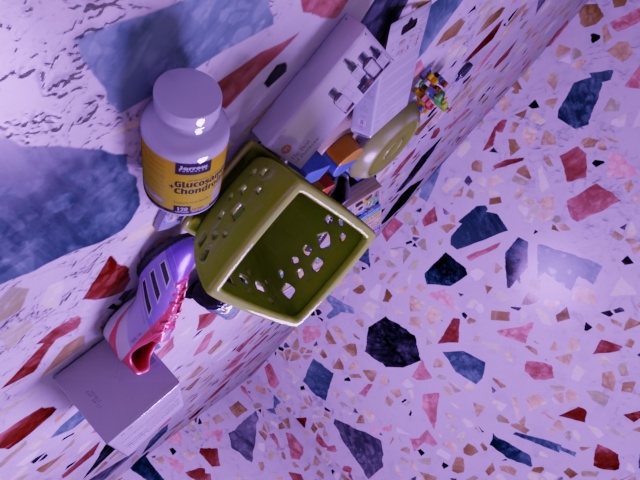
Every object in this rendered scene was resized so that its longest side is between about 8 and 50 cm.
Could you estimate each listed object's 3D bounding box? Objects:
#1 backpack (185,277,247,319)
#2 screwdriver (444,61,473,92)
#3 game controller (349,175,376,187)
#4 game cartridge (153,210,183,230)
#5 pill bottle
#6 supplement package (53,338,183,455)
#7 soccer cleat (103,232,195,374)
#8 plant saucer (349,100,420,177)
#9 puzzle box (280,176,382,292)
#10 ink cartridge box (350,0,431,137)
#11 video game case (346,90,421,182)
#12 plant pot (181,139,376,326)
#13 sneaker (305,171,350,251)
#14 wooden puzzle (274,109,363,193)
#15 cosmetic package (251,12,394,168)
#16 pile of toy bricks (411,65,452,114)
[{"bbox_3d":[-0.231,0.119,1.255,0.152,0.115,0.182,-45,172,-16],"label":"backpack"},{"bbox_3d":[0.415,-0.485,1.651,0.024,0.025,0.170,-30,161,-53],"label":"screwdriver"},{"bbox_3d":[0.045,-0.111,1.614,0.319,0.067,0.166,-43,-177,-6],"label":"game controller"},{"bbox_3d":[-0.239,-0.049,0.865,0.083,0.017,0.056,-51,164,26],"label":"game cartridge"},{"bbox_3d":[-0.167,-0.117,0.649,0.103,0.103,0.184,-39,168,-30],"label":"pill bottle"},{"bbox_3d":[-0.426,0.337,1.164,0.175,0.177,0.293,-40,169,-26],"label":"supplement package"},{"bbox_3d":[-0.295,0.118,0.975,0.318,0.116,0.109,-50,157,26],"label":"soccer cleat"},{"bbox_3d":[0.168,-0.236,1.303,0.241,0.037,0.241,-43,168,-12],"label":"plant saucer"},{"bbox_3d":[0.000,0.000,1.523,0.409,0.052,0.272,-33,156,-9],"label":"puzzle box"},{"bbox_3d":[0.140,-0.349,1.064,0.189,0.066,0.232,-46,150,-41],"label":"ink cartridge box"},{"bbox_3d":[0.155,-0.269,1.388,0.244,0.061,0.269,-48,169,7],"label":"video game case"},{"bbox_3d":[-0.085,-0.020,0.898,0.227,0.207,0.228,-49,139,8],"label":"plant pot"},{"bbox_3d":[0.011,-0.074,1.322,0.132,0.086,0.228,-152,-97,-75],"label":"sneaker"},{"bbox_3d":[-0.034,-0.133,1.141,0.322,0.080,0.347,-30,161,-53],"label":"wooden puzzle"},{"bbox_3d":[0.004,-0.237,0.864,0.239,0.060,0.099,-48,141,13],"label":"cosmetic package"},{"bbox_3d":[0.309,-0.383,1.421,0.118,0.105,0.212,-47,169,8],"label":"pile of toy bricks"}]
